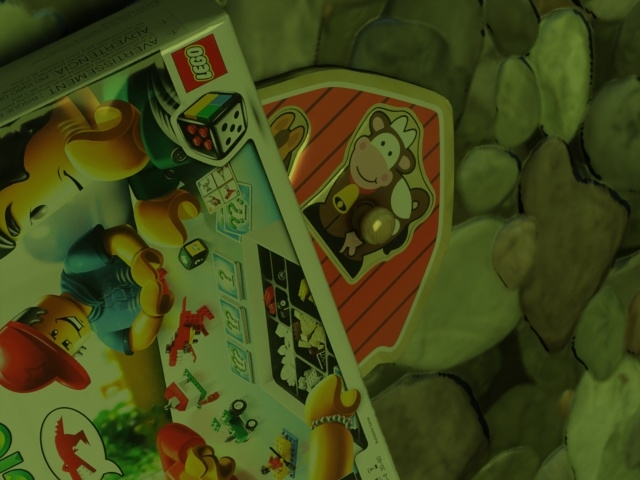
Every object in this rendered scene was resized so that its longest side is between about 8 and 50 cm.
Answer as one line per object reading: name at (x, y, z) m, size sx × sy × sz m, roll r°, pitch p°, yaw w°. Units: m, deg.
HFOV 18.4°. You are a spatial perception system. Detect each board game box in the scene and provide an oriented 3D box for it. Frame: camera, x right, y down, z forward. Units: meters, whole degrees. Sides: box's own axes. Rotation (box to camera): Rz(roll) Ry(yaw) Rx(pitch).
board game box at (-0.087, 0.058, 0.892) m, size 0.193 × 0.053 × 0.305 m, roll -27°, pitch 124°, yaw -10°

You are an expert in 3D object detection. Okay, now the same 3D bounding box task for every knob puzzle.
knob puzzle at (0.000, 0.000, 0.964) m, size 0.213 × 0.030 × 0.213 m, roll -14°, pitch 116°, yaw -30°
